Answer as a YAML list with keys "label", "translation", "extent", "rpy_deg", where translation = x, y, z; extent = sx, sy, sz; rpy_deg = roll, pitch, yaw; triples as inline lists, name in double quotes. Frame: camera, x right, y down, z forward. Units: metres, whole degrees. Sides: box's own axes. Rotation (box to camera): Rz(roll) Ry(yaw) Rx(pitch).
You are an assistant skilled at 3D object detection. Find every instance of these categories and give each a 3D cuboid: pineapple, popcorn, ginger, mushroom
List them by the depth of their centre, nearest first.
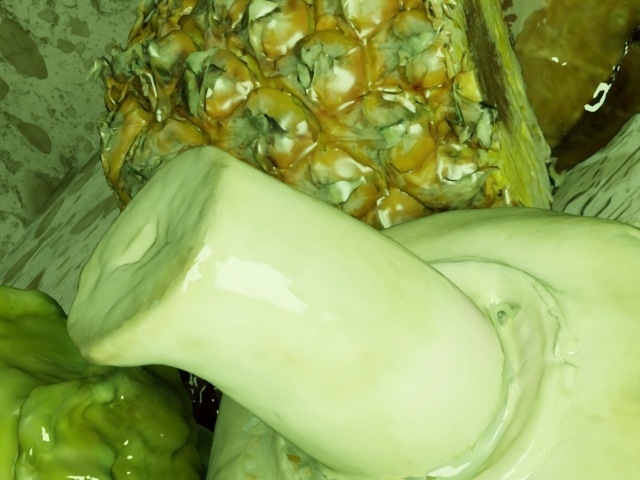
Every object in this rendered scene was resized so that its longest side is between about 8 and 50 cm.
- label: "mushroom"
  translation: [0.047, 0.116, 0.648]
  extent: [0.315, 0.356, 0.315]
  rpy_deg: [180, 90, -76]
- label: "pineapple"
  translation: [0.005, -0.079, 0.907]
  extent: [0.300, 0.352, 0.352]
  rpy_deg: [-21, 24, 11]
- label: "popcorn"
  translation: [-0.211, 0.189, 1.001]
  extent: [0.312, 0.312, 0.312]
  rpy_deg: [-43, 18, 17]
- label: "ginger"
  translation: [0.235, -0.191, 1.093]
  extent: [0.321, 0.172, 0.165]
  rpy_deg: [-47, 57, -7]

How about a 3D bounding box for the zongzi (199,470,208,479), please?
- label: "zongzi"
  translation: [-0.074, 0.270, 0.899]
  extent: [0.360, 0.160, 0.323]
  rpy_deg: [-50, 0, 42]

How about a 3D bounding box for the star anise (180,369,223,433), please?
- label: "star anise"
  translation: [-0.083, 0.138, 1.203]
  extent: [0.190, 0.126, 0.220]
  rpy_deg: [-126, 55, -72]
